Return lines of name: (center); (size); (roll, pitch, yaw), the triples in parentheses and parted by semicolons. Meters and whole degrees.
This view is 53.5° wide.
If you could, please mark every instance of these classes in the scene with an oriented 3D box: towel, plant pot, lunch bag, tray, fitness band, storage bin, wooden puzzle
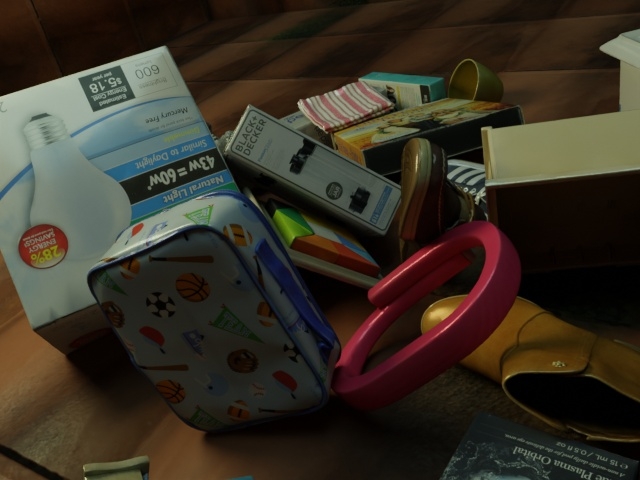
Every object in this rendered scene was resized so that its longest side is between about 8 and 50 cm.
towel: (0.061, -0.325, 1.521); (0.197, 0.029, 0.144); (-24, 46, -18)
plant pot: (0.384, -0.363, 1.539); (0.095, 0.134, 0.134); (6, 24, -20)
lunch bag: (-0.116, 0.098, 0.780); (0.243, 0.303, 0.115); (-21, 24, 23)
tray: (0.590, -0.315, 1.049); (0.145, 0.030, 0.270); (-14, 29, 3)
fitness band: (0.122, 0.094, 0.783); (0.291, 0.054, 0.209); (-42, 17, 28)
storage bin: (0.360, -0.038, 0.856); (0.262, 0.260, 0.123); (-6, 48, 14)
wooden puzzle: (0.000, 0.000, 0.997); (0.044, 0.239, 0.221); (-58, 29, 13)

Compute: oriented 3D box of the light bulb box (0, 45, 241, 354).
light bulb box: (-0.338, -0.062, 1.041); (0.358, 0.361, 0.225); (-25, -12, -17)

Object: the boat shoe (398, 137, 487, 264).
boat shoe: (0.175, -0.038, 0.905); (0.123, 0.342, 0.123); (1, 66, 8)

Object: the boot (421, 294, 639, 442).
boot: (0.220, 0.129, 0.700); (0.295, 0.104, 0.211); (11, 7, 29)

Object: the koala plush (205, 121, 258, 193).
koala plush: (-0.179, -0.162, 1.412); (0.196, 0.203, 0.221); (23, 25, 35)

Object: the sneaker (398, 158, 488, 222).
sneaker: (0.254, -0.065, 1.098); (0.282, 0.099, 0.153); (5, 33, 25)

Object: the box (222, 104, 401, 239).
box: (-0.020, -0.106, 1.072); (0.087, 0.290, 0.169); (-64, 8, -7)

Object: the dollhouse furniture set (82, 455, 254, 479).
dollhouse furniture set: (-0.139, 0.307, 0.644); (0.184, 0.129, 0.129); (0, 22, -26)

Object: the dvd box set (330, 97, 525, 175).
dvd box set: (0.198, -0.227, 1.332); (0.308, 0.062, 0.420); (-16, 16, -2)

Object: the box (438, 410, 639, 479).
box: (0.190, 0.261, 0.580); (0.156, 0.093, 0.158); (10, 39, 36)

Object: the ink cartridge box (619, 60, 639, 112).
ink cartridge box: (0.686, -0.226, 1.084); (0.270, 0.198, 0.197); (-10, 29, 5)

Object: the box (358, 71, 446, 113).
box: (0.210, -0.371, 1.634); (0.060, 0.100, 0.244); (-33, 35, -31)

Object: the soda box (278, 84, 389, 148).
soda box: (0.033, -0.299, 1.597); (0.286, 0.091, 0.098); (-27, 33, -21)
